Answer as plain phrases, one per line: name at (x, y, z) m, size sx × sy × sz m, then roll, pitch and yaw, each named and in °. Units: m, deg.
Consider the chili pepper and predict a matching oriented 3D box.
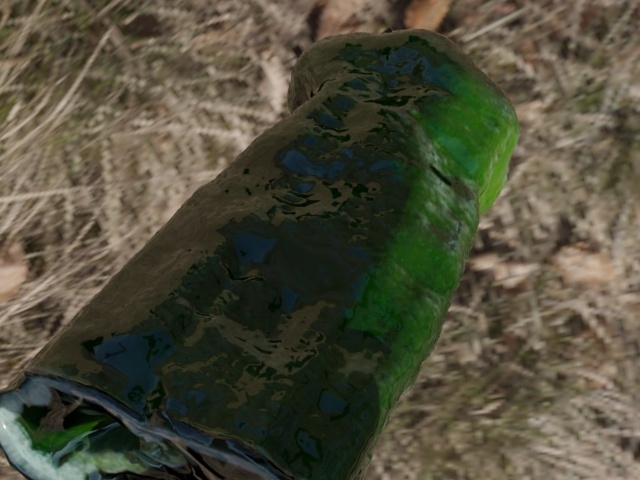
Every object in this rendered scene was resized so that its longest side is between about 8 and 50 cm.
chili pepper at (0.000, 0.000, 0.689) m, size 0.270 × 0.136 × 0.099 m, roll -53°, pitch 131°, yaw -42°
